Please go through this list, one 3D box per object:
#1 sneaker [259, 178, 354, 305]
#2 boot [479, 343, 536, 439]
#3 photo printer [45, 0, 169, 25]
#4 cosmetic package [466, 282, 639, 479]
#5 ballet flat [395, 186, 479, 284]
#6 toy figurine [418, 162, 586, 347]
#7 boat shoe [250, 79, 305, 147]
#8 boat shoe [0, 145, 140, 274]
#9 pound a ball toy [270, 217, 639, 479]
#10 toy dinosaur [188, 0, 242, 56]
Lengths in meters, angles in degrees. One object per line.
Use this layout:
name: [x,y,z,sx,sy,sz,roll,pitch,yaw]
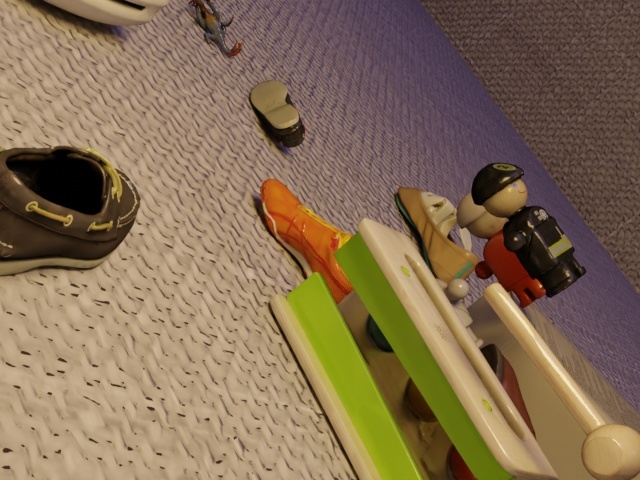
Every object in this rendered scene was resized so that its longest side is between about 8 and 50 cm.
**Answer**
sneaker: [0.000,0.000,1.199,0.175,0.067,0.064,53,19,16]
boot: [0.238,0.263,1.184,0.280,0.096,0.264,44,17,-20]
photo printer: [-0.287,-0.353,1.165,0.308,0.107,0.256,57,19,22]
cosmetic package: [0.291,0.209,1.403,0.309,0.113,0.160,44,17,-14]
ballet flat: [0.172,-0.018,1.654,0.080,0.073,0.232,38,20,-35]
toy figurine: [0.153,0.031,1.237,0.148,0.209,0.213,56,-3,5]
boat shoe: [-0.054,-0.160,1.453,0.133,0.048,0.042,-119,-171,-52]
boat shoe: [-0.177,-0.027,0.811,0.081,0.068,0.228,51,17,5]
pound a ball toy: [0.123,0.122,1.004,0.135,0.208,0.319,25,29,-53]
toy dinosaur: [-0.133,-0.280,1.519,0.082,0.047,0.090,63,1,-21]
